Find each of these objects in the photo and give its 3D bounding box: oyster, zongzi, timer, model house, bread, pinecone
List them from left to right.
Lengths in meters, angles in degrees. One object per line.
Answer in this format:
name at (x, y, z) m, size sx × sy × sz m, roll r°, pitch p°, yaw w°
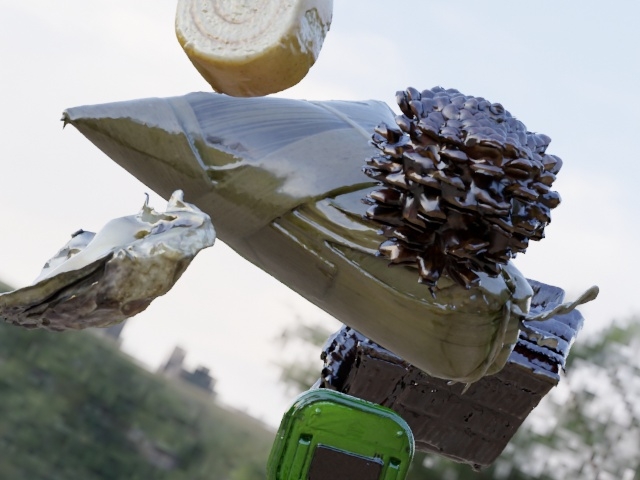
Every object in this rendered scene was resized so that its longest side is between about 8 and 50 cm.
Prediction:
oyster at (-0.248, 0.040, 1.958) m, size 0.100 × 0.275 × 0.271 m, roll 58°, pitch -8°, yaw -19°
bread at (-0.052, -0.189, 1.553) m, size 0.122 × 0.149 × 0.073 m, roll 4°, pitch -27°, yaw 18°
zongzi at (-0.009, 0.018, 2.134) m, size 0.467 × 0.218 × 0.500 m, roll -1°, pitch 36°, yaw -37°
timer at (0.021, 0.222, 1.912) m, size 0.140 × 0.128 × 0.047 m, roll 18°, pitch 2°, yaw -7°
model house at (0.174, 0.142, 2.537) m, size 0.317 × 0.297 × 0.282 m, roll 22°, pitch -13°, yaw 2°
pinecone at (0.136, -0.051, 1.949) m, size 0.221 × 0.221 × 0.221 m, roll 23°, pitch -19°, yaw 9°
